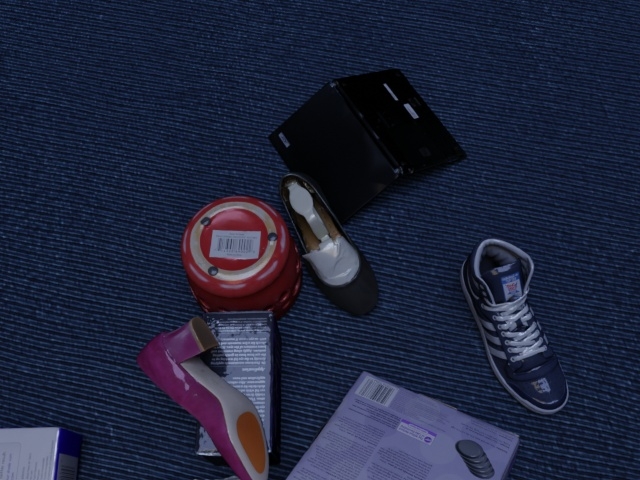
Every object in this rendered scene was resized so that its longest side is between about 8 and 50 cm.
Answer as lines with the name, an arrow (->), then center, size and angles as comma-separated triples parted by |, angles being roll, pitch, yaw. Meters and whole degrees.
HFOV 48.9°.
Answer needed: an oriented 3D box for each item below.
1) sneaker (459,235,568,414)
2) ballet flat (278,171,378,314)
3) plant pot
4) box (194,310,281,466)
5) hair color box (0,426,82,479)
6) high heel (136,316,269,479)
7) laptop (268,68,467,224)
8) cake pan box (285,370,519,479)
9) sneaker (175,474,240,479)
sneaker -> 0.301, 0.125, 1.082 | 0.099, 0.153, 0.282 | -21, 68, -6
ballet flat -> 0.000, 0.000, 1.176 | 0.095, 0.096, 0.280 | -33, 69, 3
plant pot -> -0.126, 0.029, 1.132 | 0.191, 0.174, 0.191 | -1, 64, 1
box -> -0.117, 0.225, 1.056 | 0.108, 0.153, 0.207 | -2, 68, 1
hair color box -> -0.538, 0.377, 1.031 | 0.338, 0.110, 0.185 | -1, 68, 0
high heel -> -0.161, 0.232, 0.946 | 0.117, 0.082, 0.244 | -33, 82, 22
laptop -> 0.086, -0.175, 1.297 | 0.264, 0.136, 0.234 | -19, 65, -34
cake pan box -> 0.107, 0.322, 0.974 | 0.266, 0.070, 0.246 | 19, 40, 23
sneaker -> -0.138, 0.381, 1.036 | 0.237, 0.085, 0.086 | 5, 41, 8
